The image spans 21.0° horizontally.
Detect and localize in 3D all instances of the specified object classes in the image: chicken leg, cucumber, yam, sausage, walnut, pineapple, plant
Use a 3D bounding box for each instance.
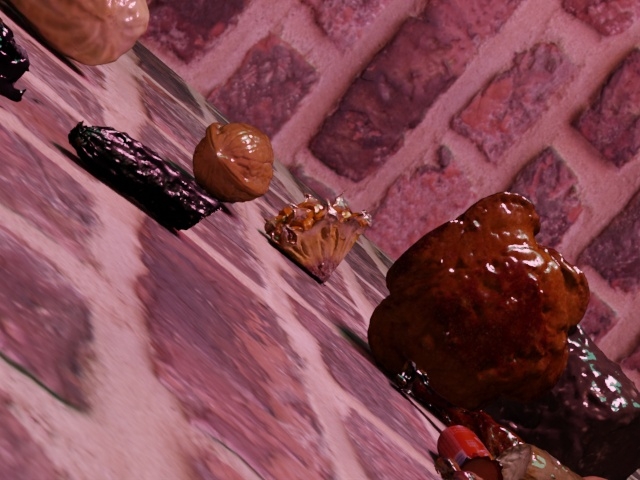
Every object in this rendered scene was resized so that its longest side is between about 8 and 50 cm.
[{"bbox_3d":[0.180,0.216,1.821,0.253,0.051,0.106,41,-2,5],"label":"chicken leg"},{"bbox_3d":[-0.163,-0.060,1.573,0.181,0.053,0.053,36,6,-41],"label":"cucumber"},{"bbox_3d":[0.319,0.326,1.782,0.371,0.083,0.083,38,5,-27],"label":"yam"},{"bbox_3d":[0.134,0.202,1.590,0.050,0.048,0.145,46,1,-10],"label":"sausage"},{"bbox_3d":[-0.106,-0.094,2.094,0.105,0.105,0.124,42,11,14],"label":"walnut"},{"bbox_3d":[0.000,0.000,2.196,0.069,0.137,0.116,-119,-158,-70],"label":"pineapple"},{"bbox_3d":[0.300,0.206,2.141,0.204,0.178,0.234,36,12,-44],"label":"plant"}]

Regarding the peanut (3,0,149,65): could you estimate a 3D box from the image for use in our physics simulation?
[{"bbox_3d":[-0.356,-0.351,2.193,0.313,0.152,0.152,42,4,8],"label":"peanut"}]

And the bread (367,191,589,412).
[{"bbox_3d":[0.173,0.086,1.938,0.232,0.246,0.135,52,-10,-7],"label":"bread"}]

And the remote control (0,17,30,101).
[{"bbox_3d":[-0.396,-0.268,1.511,0.399,0.062,0.144,43,5,26],"label":"remote control"}]

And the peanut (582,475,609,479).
[{"bbox_3d":[0.321,0.312,1.916,0.076,0.076,0.152,38,2,-37],"label":"peanut"}]

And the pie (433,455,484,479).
[{"bbox_3d":[0.140,0.224,1.460,0.092,0.034,0.170,49,9,37],"label":"pie"}]
